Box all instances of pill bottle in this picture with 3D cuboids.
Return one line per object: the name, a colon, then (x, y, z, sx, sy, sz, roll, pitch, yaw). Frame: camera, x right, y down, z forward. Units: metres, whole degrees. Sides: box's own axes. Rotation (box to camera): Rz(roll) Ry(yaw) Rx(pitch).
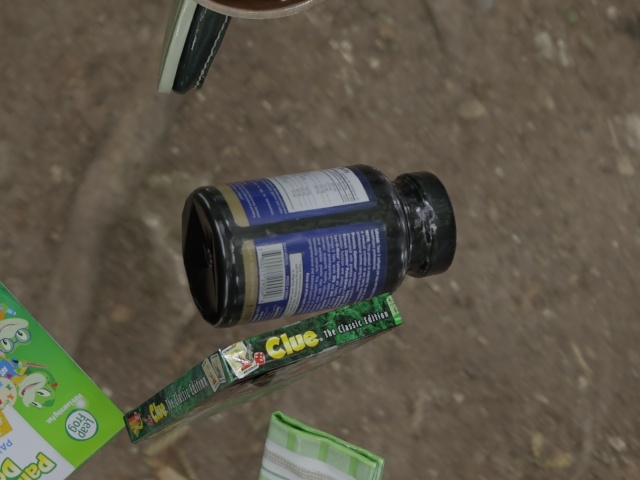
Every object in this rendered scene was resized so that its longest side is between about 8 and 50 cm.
pill bottle: (0.000, 0.000, 1.355, 0.219, 0.123, 0.122, -9, 60, -21)

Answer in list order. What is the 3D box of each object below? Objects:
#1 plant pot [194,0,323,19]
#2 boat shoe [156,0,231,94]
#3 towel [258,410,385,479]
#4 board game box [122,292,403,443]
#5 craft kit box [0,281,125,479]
plant pot: (-0.061, -0.238, 1.032, 0.167, 0.167, 0.165, -50, 24, -1)
boat shoe: (-0.038, -0.268, 1.284, 0.113, 0.127, 0.340, 19, 93, -14)
towel: (-0.006, 0.228, 1.408, 0.113, 0.152, 0.023, 21, 43, 13)
board game box: (-0.051, 0.099, 1.165, 0.136, 0.260, 0.030, -20, 82, -26)
craft kit box: (-0.357, 0.168, 1.527, 0.246, 0.061, 0.250, 48, 52, 1)
